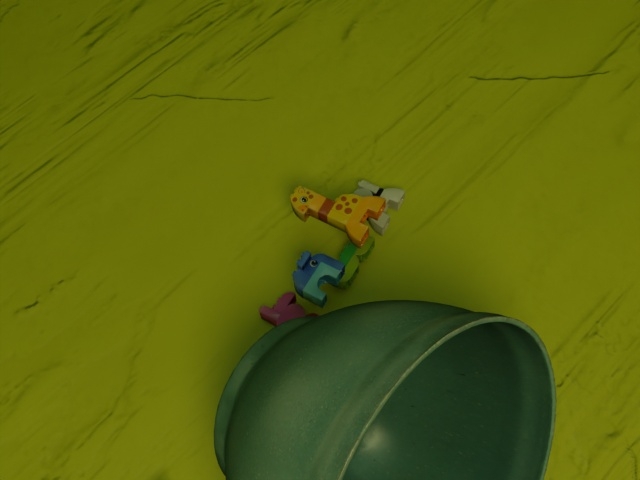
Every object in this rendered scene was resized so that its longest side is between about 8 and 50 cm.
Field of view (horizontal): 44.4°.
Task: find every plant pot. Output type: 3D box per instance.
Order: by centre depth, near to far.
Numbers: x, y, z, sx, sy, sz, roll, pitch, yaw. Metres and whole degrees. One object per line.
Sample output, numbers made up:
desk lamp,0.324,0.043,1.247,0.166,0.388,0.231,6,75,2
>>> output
plant pot,0.034,0.174,0.661,0.196,0.293,0.293,19,61,44

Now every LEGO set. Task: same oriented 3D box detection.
LEGO set,0.000,0.000,0.844,0.093,0.087,0.227,26,65,16
